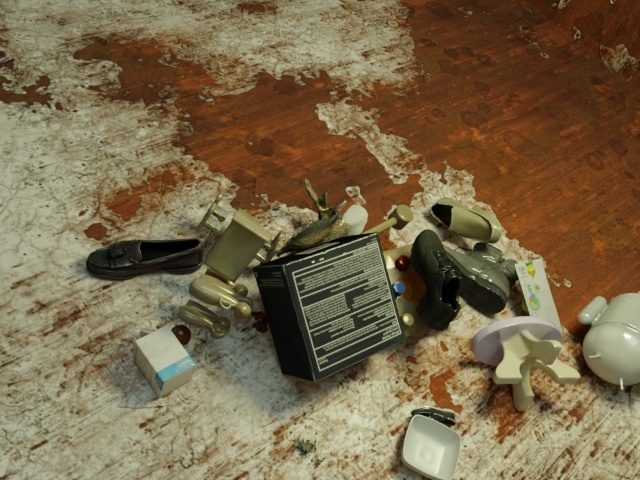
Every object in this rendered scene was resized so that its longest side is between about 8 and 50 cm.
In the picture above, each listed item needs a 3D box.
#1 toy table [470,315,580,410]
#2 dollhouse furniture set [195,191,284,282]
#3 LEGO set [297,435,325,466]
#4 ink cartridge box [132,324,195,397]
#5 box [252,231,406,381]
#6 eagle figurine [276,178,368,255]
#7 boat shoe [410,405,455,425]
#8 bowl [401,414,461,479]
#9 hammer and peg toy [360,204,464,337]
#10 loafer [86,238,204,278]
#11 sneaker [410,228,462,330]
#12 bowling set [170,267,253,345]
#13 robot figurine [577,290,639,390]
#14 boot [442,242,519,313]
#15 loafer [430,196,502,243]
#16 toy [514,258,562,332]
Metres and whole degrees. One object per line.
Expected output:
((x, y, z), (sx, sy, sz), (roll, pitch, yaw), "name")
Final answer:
((0.564, 0.321, 1.768), (0.275, 0.252, 0.160), (-7, 38, -10), "toy table")
((-0.203, -0.028, 1.734), (0.212, 0.161, 0.242), (34, 27, -12), "dollhouse furniture set")
((-0.028, 0.500, 1.541), (0.054, 0.023, 0.083), (-18, 73, -28), "LEGO set")
((-0.378, 0.279, 1.541), (0.090, 0.092, 0.143), (-25, 65, -35), "ink cartridge box")
((0.023, 0.161, 1.647), (0.296, 0.183, 0.293), (-18, 95, -31), "box")
((-0.008, 0.006, 1.844), (0.226, 0.225, 0.298), (28, 36, -13), "eagle figurine")
((0.292, 0.456, 1.675), (0.125, 0.046, 0.038), (13, 44, -21), "boat shoe")
((0.267, 0.520, 1.607), (0.142, 0.053, 0.142), (26, 48, 1), "bowl")
((0.225, 0.093, 1.854), (0.266, 0.127, 0.361), (-15, 71, -29), "hammer and peg toy")
((-0.457, 0.031, 1.712), (0.303, 0.095, 0.109), (-2, 53, -22), "loafer")
((0.324, 0.091, 1.742), (0.109, 0.130, 0.286), (2, 62, -21), "sneaker")
((-0.270, 0.192, 1.632), (0.154, 0.199, 0.287), (28, 6, -3), "bowling set")
((0.911, 0.291, 1.929), (0.300, 0.199, 0.353), (38, 49, 19), "robot figurine")
((0.457, 0.068, 2.025), (0.338, 0.118, 0.222), (38, 43, 3), "boot")
((0.455, -0.058, 2.074), (0.092, 0.101, 0.269), (-12, 29, -37), "loafer")
((0.656, 0.181, 1.998), (0.137, 0.056, 0.237), (-8, 84, -37), "toy")
